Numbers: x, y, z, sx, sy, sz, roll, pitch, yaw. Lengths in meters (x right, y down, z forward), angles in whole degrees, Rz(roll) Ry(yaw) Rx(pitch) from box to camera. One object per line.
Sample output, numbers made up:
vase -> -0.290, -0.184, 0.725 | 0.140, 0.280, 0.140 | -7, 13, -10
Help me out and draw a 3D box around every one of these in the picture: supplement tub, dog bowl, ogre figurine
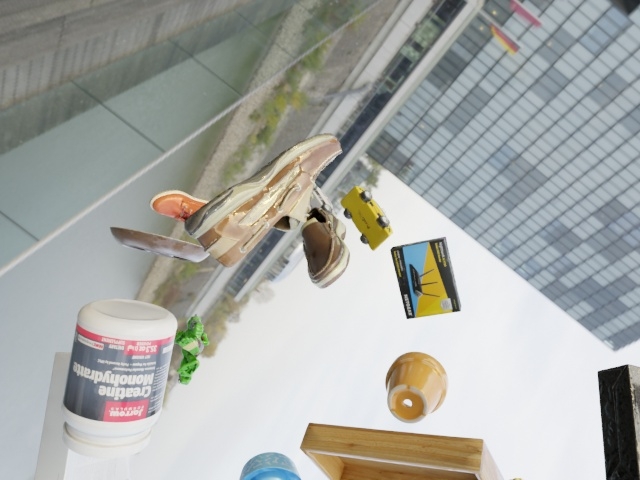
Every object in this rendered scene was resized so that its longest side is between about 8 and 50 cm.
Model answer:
supplement tub -> -0.405, 0.269, 1.046 | 0.191, 0.191, 0.272 | -100, -159, -85
dog bowl -> -0.142, 0.648, 1.275 | 0.074, 0.166, 0.297 | -110, -145, -68
ogre figurine -> -0.362, 0.296, 1.460 | 0.118, 0.097, 0.197 | -117, -159, -63

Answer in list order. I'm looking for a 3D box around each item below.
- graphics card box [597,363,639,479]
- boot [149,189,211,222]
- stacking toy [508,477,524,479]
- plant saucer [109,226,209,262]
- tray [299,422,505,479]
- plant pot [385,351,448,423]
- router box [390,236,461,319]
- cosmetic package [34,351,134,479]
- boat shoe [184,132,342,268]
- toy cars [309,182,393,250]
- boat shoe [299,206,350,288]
graphics card box -> 0.752, 0.406, 1.051 | 0.094, 0.371, 0.232 | 127, -25, -62
boot -> -0.290, -0.061, 1.135 | 0.059, 0.158, 0.084 | -61, -140, 26
stacking toy -> 0.352, 0.496, 0.804 | 0.052, 0.221, 0.167 | -26, -146, 11
plant saucer -> -0.491, 0.019, 1.599 | 0.310, 0.311, 0.050 | 146, -42, -79
tray -> 0.179, 0.501, 1.159 | 0.411, 0.202, 0.076 | -8, -140, 31
plant pot -> 0.295, 0.483, 1.664 | 0.205, 0.205, 0.188 | -51, 169, 19
router box -> 0.252, 0.090, 1.245 | 0.133, 0.178, 0.046 | -13, -173, 19
cosmetic package -> -0.601, 0.494, 1.384 | 0.284, 0.098, 0.377 | 43, 48, -68
boat shoe -> -0.078, -0.069, 0.895 | 0.324, 0.120, 0.123 | -39, -171, -29
toy cars -> 0.069, -0.090, 1.594 | 0.087, 0.394, 0.176 | -9, 109, -50
boat shoe -> -0.006, 0.005, 1.038 | 0.095, 0.095, 0.257 | -41, -163, 14
